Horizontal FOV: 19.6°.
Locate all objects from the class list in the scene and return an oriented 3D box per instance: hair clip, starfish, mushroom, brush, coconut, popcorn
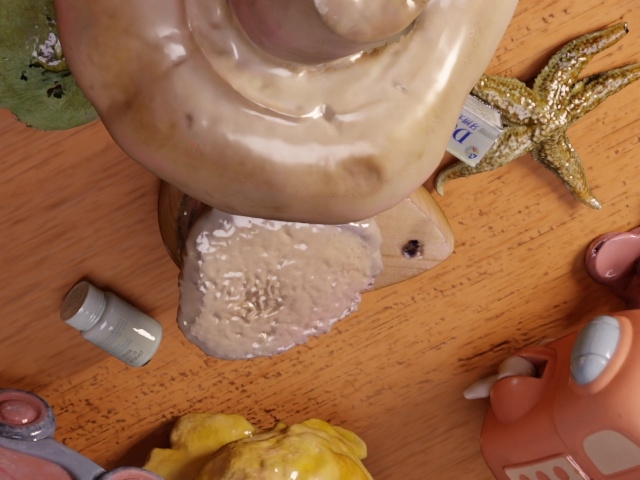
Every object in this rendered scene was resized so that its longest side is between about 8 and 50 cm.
[{"bbox_3d":[0.324,0.005,1.698,0.123,0.102,0.138,33,76,-30],"label":"hair clip"},{"bbox_3d":[0.193,-0.101,1.598,0.223,0.050,0.217,-34,129,14],"label":"starfish"},{"bbox_3d":[-0.001,-0.176,1.332,0.353,0.353,0.325,-21,128,0],"label":"mushroom"},{"bbox_3d":[0.000,0.000,1.539,0.267,0.166,0.174,6,119,-19],"label":"brush"},{"bbox_3d":[-0.217,-0.148,1.462,0.133,0.055,0.158,-20,122,-2],"label":"coconut"},{"bbox_3d":[-0.044,0.255,1.665,0.254,0.190,0.191,2,90,-16],"label":"popcorn"}]

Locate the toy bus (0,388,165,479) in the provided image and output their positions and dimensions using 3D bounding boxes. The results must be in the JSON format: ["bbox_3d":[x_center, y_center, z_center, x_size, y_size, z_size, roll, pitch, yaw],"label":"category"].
[{"bbox_3d":[-0.275,0.280,1.556,0.294,0.232,0.197,31,123,21],"label":"toy bus"}]

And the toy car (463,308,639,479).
[{"bbox_3d":[0.268,0.164,1.663,0.212,0.180,0.270,42,139,-22],"label":"toy car"}]

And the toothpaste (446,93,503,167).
[{"bbox_3d":[0.075,-0.125,1.538,0.164,0.034,0.046,31,116,-15],"label":"toothpaste"}]

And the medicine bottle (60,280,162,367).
[{"bbox_3d":[-0.181,0.072,1.608,0.083,0.047,0.047,34,108,-28],"label":"medicine bottle"}]
